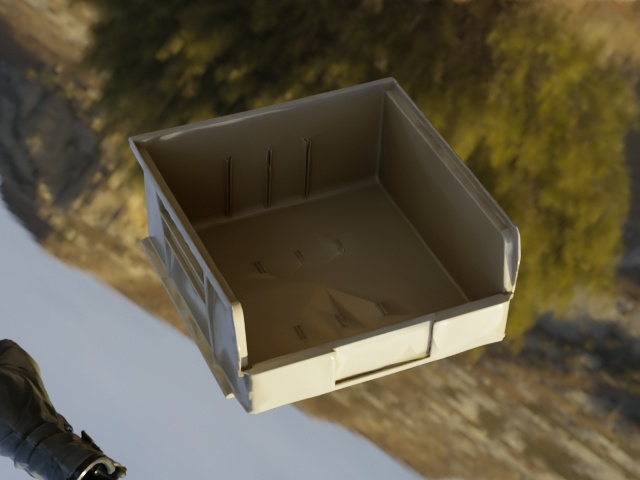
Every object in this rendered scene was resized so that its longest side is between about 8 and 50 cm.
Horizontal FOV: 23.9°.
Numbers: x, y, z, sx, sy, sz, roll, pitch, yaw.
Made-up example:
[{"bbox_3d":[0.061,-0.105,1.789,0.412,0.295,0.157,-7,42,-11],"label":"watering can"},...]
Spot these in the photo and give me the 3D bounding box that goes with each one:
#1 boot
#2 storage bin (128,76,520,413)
[{"bbox_3d":[-0.230,0.159,1.236,0.161,0.083,0.246,37,176,3],"label":"boot"},{"bbox_3d":[0.000,0.000,1.334,0.260,0.262,0.123,-125,28,-43],"label":"storage bin"}]
